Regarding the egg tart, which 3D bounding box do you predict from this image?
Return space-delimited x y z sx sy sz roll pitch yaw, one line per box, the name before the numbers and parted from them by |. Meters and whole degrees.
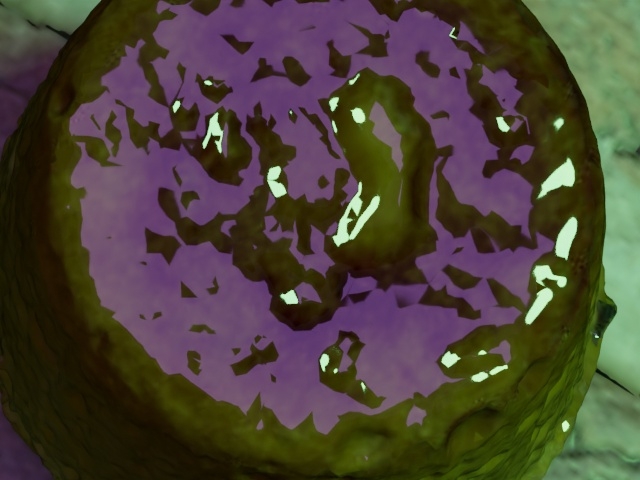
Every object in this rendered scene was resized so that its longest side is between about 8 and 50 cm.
egg tart | 0.000 0.000 0.565 0.202 0.147 0.203 1 78 -7
